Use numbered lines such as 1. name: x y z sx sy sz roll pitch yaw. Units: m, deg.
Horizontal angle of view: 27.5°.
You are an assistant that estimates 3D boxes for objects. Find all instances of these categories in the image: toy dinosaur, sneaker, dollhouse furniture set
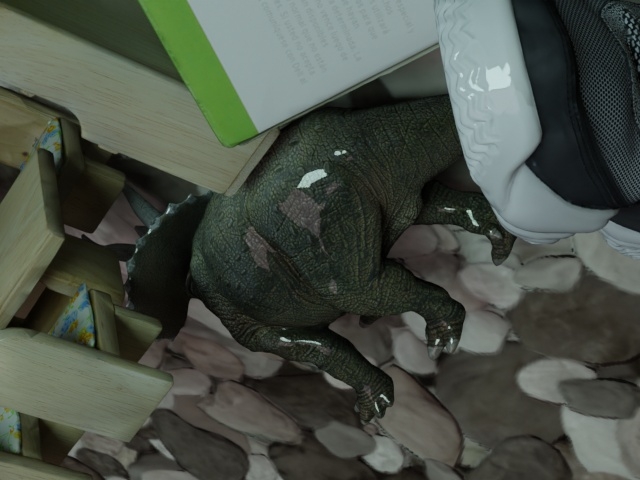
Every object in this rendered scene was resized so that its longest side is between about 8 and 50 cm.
1. toy dinosaur: 0.000 0.000 0.675 0.160 0.121 0.313 28 145 -23
2. sneaker: 0.150 -0.060 0.490 0.153 0.101 0.268 -17 165 26
3. dollhouse furniture set: -0.160 -0.019 0.642 0.161 0.212 0.242 22 119 -31

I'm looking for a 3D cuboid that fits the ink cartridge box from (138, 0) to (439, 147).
1. ink cartridge box: 0.030 -0.180 0.504 0.255 0.097 0.189 -26 124 3
